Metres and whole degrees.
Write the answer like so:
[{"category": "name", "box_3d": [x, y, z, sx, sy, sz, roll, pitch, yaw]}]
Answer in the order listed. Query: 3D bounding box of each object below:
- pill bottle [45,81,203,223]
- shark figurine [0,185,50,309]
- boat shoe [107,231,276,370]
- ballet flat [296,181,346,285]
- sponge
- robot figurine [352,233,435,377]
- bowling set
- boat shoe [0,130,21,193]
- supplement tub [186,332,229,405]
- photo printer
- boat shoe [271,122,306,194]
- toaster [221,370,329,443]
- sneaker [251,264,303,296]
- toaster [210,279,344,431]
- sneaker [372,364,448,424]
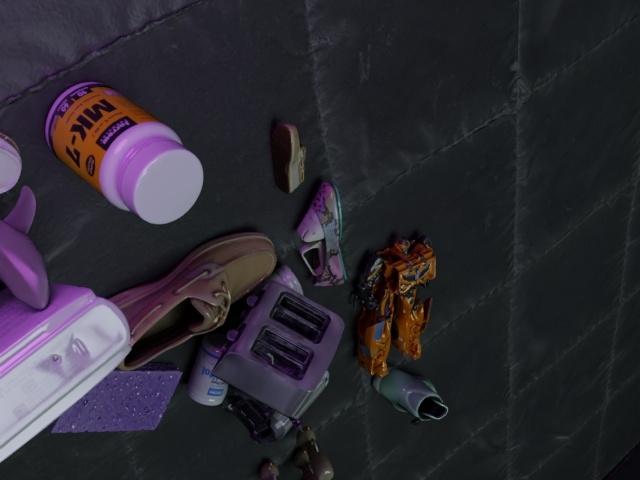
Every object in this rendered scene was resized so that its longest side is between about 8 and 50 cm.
[{"category": "pill bottle", "box_3d": [-0.245, -0.109, 1.153, 0.119, 0.208, 0.119, -27, 134, -32]}, {"category": "shark figurine", "box_3d": [-0.444, -0.002, 1.068, 0.116, 0.278, 0.166, 55, 34, -64]}, {"category": "boat shoe", "box_3d": [-0.193, 0.100, 1.443, 0.341, 0.110, 0.122, -30, 136, -28]}, {"category": "ballet flat", "box_3d": [0.000, 0.000, 1.616, 0.079, 0.077, 0.222, -17, 132, -13]}, {"category": "sponge", "box_3d": [-0.327, 0.251, 1.477, 0.210, 0.031, 0.117, 11, 108, -51]}, {"category": "robot figurine", "box_3d": [0.157, 0.125, 1.855, 0.211, 0.085, 0.291, -22, 132, -36]}, {"category": "bowling set", "box_3d": [-0.076, 0.512, 1.878, 0.199, 0.154, 0.287, -15, 131, -16]}, {"category": "boat shoe", "box_3d": [-0.464, -0.084, 1.025, 0.302, 0.103, 0.113, 2, 116, -48]}, {"category": "supplement tub", "box_3d": [-0.182, 0.219, 1.576, 0.071, 0.071, 0.107, 0, 116, -47]}, {"category": "photo printer", "box_3d": [-0.396, 0.154, 1.120, 0.256, 0.307, 0.107, -41, 113, -28]}, {"category": "boat shoe", "box_3d": [-0.048, -0.137, 1.477, 0.045, 0.050, 0.135, -34, 148, -30]}, {"category": "toaster", "box_3d": [-0.078, 0.264, 1.627, 0.146, 0.129, 0.227, -44, 177, -23]}, {"category": "sneaker", "box_3d": [-0.067, 0.139, 1.649, 0.094, 0.080, 0.212, -30, 130, -12]}, {"category": "toaster", "box_3d": [-0.062, 0.181, 1.500, 0.168, 0.185, 0.110, -61, -178, -39]}, {"category": "sneaker", "box_3d": [0.229, 0.366, 2.056, 0.094, 0.151, 0.256, -58, 144, 1]}]
